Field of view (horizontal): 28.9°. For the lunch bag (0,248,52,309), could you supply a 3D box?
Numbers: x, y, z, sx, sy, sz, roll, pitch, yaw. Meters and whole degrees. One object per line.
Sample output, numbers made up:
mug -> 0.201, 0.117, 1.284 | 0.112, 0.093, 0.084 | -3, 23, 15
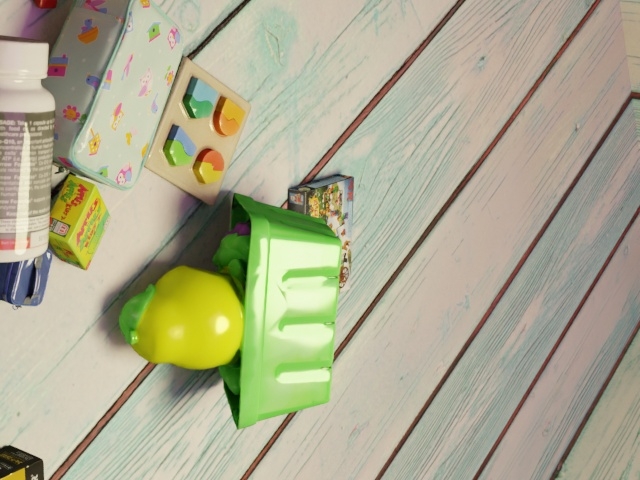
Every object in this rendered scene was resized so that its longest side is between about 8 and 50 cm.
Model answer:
lunch bag -> -0.429, 0.051, 1.778 | 0.067, 0.065, 0.098 | 9, 93, -56

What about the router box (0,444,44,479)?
router box -> -0.511, 0.484, 1.795 | 0.243, 0.081, 0.309 | -21, 118, -50

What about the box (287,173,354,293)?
box -> 0.000, 0.000, 2.396 | 0.159, 0.044, 0.233 | -21, 118, -51

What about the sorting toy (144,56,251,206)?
sorting toy -> -0.196, -0.176, 2.059 | 0.208, 0.038, 0.193 | 34, 73, -54

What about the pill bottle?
pill bottle -> -0.431, -0.125, 1.629 | 0.161, 0.161, 0.283 | -9, 109, -54

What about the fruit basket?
fruit basket -> -0.160, 0.119, 2.088 | 0.392, 0.283, 0.392 | -3, 104, -11

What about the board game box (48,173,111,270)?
board game box -> -0.352, -0.023, 1.804 | 0.181, 0.043, 0.092 | 101, 12, -76

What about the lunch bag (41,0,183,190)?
lunch bag -> -0.308, -0.216, 1.806 | 0.224, 0.108, 0.279 | 36, 73, -71

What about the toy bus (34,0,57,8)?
toy bus -> -0.363, -0.400, 1.661 | 0.202, 0.104, 0.191 | -62, 147, -4
